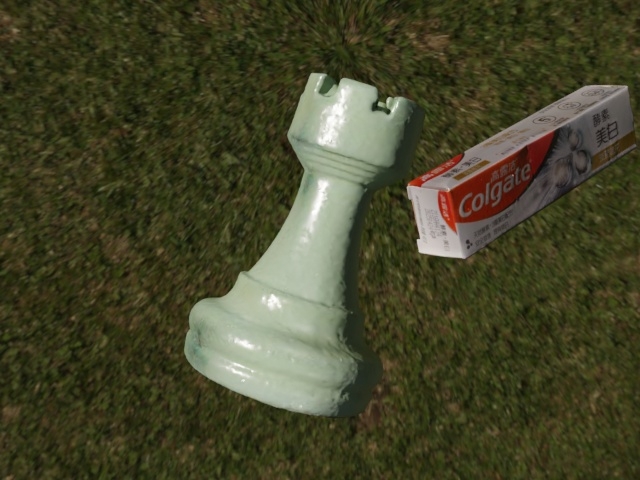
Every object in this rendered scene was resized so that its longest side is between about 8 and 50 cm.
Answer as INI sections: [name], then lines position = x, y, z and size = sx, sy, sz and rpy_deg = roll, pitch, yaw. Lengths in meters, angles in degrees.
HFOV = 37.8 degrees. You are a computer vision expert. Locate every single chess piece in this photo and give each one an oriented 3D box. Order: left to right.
[chess piece]
position = 0.000, 0.000, 0.892
size = 0.195, 0.194, 0.299
rpy_deg = 18, 93, -2

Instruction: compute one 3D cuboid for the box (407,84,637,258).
[box]
position = 0.153, -0.055, 0.680
size = 0.218, 0.040, 0.055
rpy_deg = -28, 114, -34
